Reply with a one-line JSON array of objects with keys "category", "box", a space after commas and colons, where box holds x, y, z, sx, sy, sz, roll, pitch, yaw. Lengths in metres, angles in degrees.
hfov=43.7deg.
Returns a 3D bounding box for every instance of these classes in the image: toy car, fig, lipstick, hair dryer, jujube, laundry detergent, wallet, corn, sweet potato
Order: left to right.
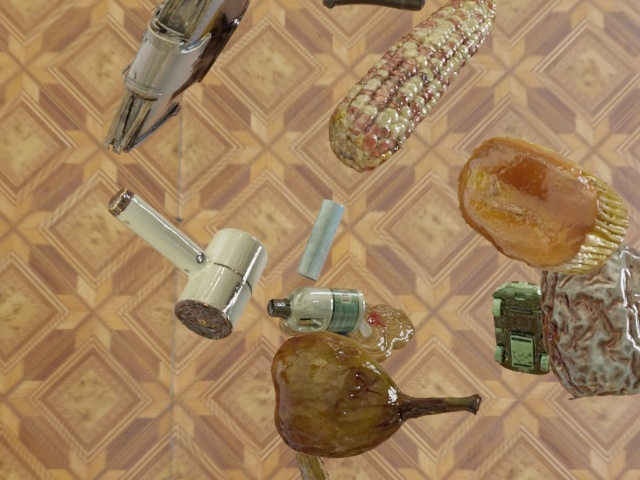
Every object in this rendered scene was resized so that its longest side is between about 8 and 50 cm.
[{"category": "hair dryer", "box": [-0.278, 0.013, 1.564, 0.362, 0.128, 0.203, 42, 49, -22]}, {"category": "wallet", "box": [-0.120, -0.189, 0.738, 0.069, 0.170, 0.231, 29, 125, -8]}, {"category": "sweet potato", "box": [-0.023, 0.505, 1.835, 0.062, 0.081, 0.233, -14, 107, 2]}, {"category": "laundry detergent", "box": [-0.012, 0.147, 1.697, 0.225, 0.070, 0.099, 4, 105, -36]}, {"category": "lipstick", "box": [0.000, 0.000, 1.577, 0.048, 0.048, 0.158, 20, 82, 3]}, {"category": "fig", "box": [0.058, 0.234, 1.128, 0.290, 0.190, 0.191, 13, 79, 39]}, {"category": "corn", "box": [0.098, -0.166, 0.798, 0.079, 0.079, 0.237, 42, 72, 6]}, {"category": "toy car", "box": [0.495, 0.199, 1.928, 0.136, 0.306, 0.125, 7, 44, 24]}, {"category": "jujube", "box": [0.539, 0.152, 1.550, 0.226, 0.226, 0.317, 0, 84, 0]}]

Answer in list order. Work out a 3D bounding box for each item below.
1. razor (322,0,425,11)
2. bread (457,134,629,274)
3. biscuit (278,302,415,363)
[{"category": "razor", "box": [0.074, -0.348, 1.095, 0.148, 0.090, 0.054, 4, 117, 7]}, {"category": "bread", "box": [0.254, -0.042, 0.946, 0.190, 0.114, 0.132, 36, 108, 39]}, {"category": "biscuit", "box": [0.064, 0.196, 1.811, 0.319, 0.183, 0.047, 11, 125, -7]}]
